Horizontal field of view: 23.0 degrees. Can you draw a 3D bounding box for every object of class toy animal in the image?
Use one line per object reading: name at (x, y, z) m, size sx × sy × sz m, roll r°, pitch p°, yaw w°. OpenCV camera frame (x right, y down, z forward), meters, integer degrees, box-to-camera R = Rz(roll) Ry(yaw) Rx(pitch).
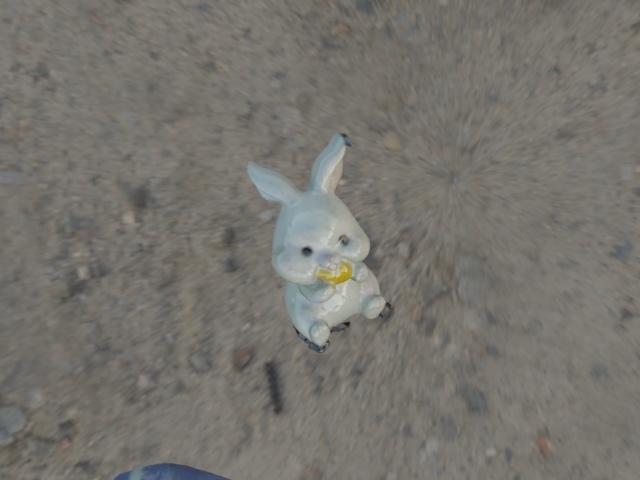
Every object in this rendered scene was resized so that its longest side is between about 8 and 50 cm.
toy animal at (0.001, 0.004, 1.047) m, size 0.071 × 0.085 × 0.124 m, roll -15°, pitch 135°, yaw 0°

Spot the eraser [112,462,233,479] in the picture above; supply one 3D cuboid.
eraser at (-0.015, 0.191, 0.886) m, size 0.225 × 0.082 × 0.036 m, roll 22°, pitch 136°, yaw -23°
